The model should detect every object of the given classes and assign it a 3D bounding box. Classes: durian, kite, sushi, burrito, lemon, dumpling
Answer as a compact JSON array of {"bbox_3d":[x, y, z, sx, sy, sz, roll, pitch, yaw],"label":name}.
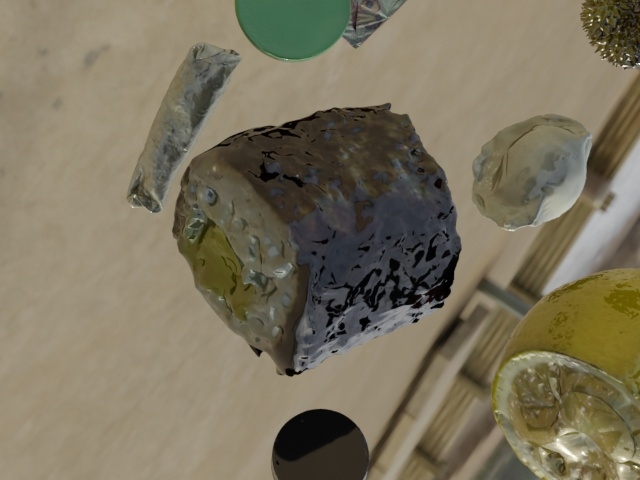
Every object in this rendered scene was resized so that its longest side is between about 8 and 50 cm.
[{"bbox_3d":[0.474,-0.332,1.676,0.193,0.138,0.237,-22,171,18],"label":"durian"},{"bbox_3d":[0.063,-0.430,1.890,0.012,0.229,0.250,-103,-170,-56],"label":"kite"},{"bbox_3d":[0.002,-0.001,1.492,0.294,0.299,0.281,-16,159,-33],"label":"sushi"},{"bbox_3d":[-0.199,-0.160,1.659,0.082,0.059,0.275,15,116,-30],"label":"burrito"},{"bbox_3d":[0.451,0.197,1.687,0.364,0.364,0.364,-51,165,-19],"label":"lemon"},{"bbox_3d":[0.360,-0.124,2.001,0.258,0.193,0.147,-49,143,-18],"label":"dumpling"}]

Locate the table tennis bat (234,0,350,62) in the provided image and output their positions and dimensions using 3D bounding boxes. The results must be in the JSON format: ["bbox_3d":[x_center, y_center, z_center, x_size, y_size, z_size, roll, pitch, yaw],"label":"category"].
[{"bbox_3d":[0.001,-0.351,1.638,0.257,0.160,0.039,-27,-174,-10],"label":"table tennis bat"}]

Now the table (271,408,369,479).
[{"bbox_3d":[-0.001,0.298,1.579,0.133,0.133,0.043,-50,164,-23],"label":"table"}]
